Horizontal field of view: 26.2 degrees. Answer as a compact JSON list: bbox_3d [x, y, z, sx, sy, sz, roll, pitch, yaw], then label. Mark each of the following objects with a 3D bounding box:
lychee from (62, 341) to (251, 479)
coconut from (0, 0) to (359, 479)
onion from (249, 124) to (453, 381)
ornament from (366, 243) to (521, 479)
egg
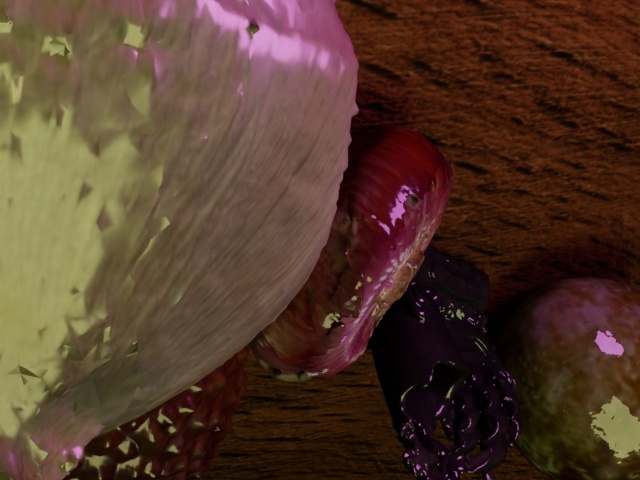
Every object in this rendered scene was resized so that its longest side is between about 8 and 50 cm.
[{"bbox_3d":[-0.179,0.072,0.922,0.276,0.275,0.304,-13,167,-24],"label":"lychee"},{"bbox_3d":[-0.172,-0.058,0.602,0.404,0.404,0.404,-21,153,-11],"label":"coconut"},{"bbox_3d":[0.000,0.000,1.110,0.230,0.163,0.230,-62,173,-14],"label":"onion"},{"bbox_3d":[0.129,0.145,1.356,0.106,0.260,0.251,-32,155,23],"label":"ornament"},{"bbox_3d":[0.310,0.159,1.559,0.238,0.238,0.289,-33,143,12],"label":"egg"}]
